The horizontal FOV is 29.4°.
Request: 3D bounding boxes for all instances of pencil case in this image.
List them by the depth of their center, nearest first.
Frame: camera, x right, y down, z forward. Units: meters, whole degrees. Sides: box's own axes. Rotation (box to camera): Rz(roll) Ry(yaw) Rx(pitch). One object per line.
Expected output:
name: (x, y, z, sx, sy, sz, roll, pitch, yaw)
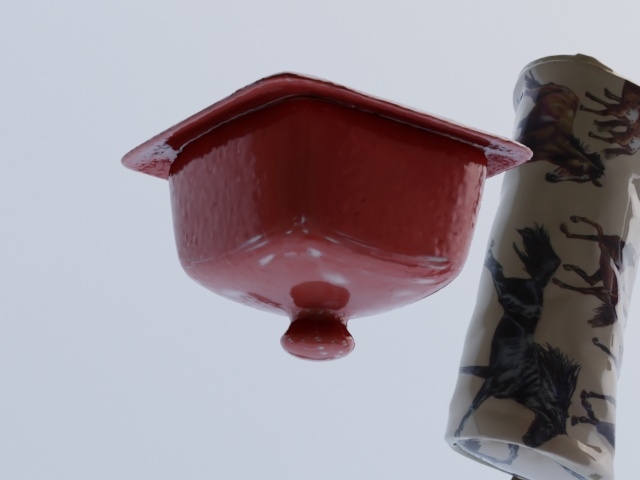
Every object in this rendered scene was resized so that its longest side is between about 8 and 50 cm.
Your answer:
pencil case: (0.230, 0.039, 1.170, 0.160, 0.183, 0.410, 6, -107, 24)

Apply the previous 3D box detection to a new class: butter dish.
butter dish: (0.000, 0.000, 0.591, 0.160, 0.160, 0.118, 12, -109, -35)
